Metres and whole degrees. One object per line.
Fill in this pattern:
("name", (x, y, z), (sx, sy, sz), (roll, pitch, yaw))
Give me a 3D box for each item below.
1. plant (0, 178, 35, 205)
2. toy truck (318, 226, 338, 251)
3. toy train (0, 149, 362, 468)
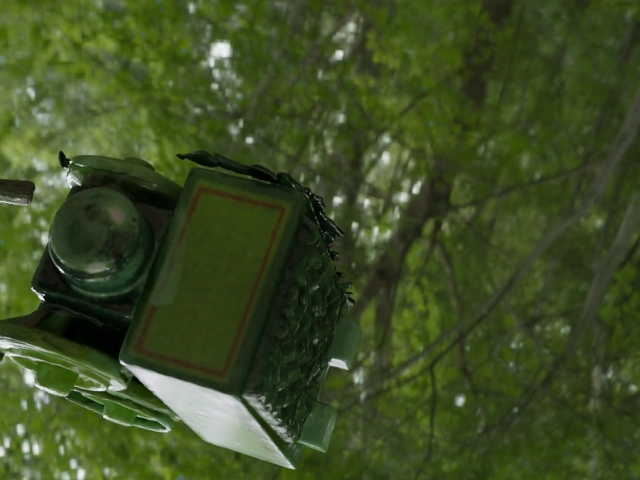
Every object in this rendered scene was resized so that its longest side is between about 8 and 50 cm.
("plant", (-0.496, -0.085, 1.250), (0.261, 0.297, 0.306), (-20, -128, 34))
("toy truck", (0.000, 0.000, 1.018), (0.032, 0.083, 0.024), (-35, -91, 0))
("toy train", (-0.083, 0.049, 0.747), (0.188, 0.271, 0.159), (14, -109, 13))
